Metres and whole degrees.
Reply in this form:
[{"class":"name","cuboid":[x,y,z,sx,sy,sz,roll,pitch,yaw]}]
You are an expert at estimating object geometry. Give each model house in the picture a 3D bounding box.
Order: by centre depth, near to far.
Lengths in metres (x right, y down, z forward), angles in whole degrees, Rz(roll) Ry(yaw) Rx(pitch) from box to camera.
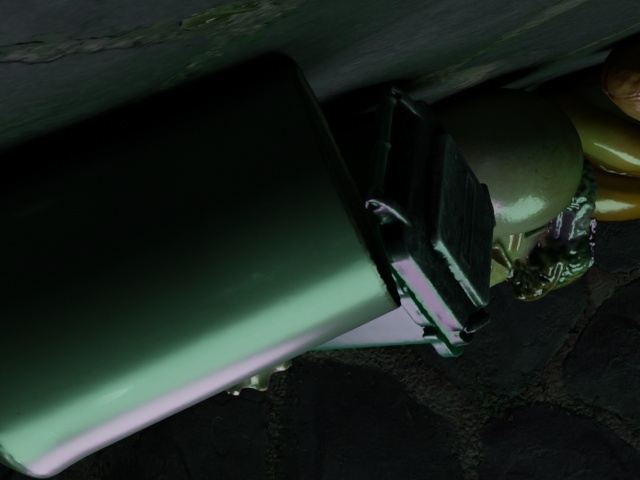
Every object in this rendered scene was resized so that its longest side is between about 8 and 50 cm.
[{"class":"model house","cuboid":[0.274,-0.022,2.353,0.266,0.321,0.261,-19,-141,-32]}]

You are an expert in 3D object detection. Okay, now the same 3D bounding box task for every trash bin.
[{"class":"trash bin","cuboid":[-0.169,0.033,1.314,0.432,0.280,0.280,-23,177,6]},{"class":"trash bin","cuboid":[0.000,0.000,1.763,0.381,0.259,0.295,-13,139,25]}]

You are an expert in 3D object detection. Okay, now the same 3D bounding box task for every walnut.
[{"class":"walnut","cuboid":[0.519,-0.252,2.149,0.180,0.144,0.144,-24,178,-6]}]

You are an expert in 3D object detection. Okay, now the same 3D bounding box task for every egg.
[{"class":"egg","cuboid":[0.240,-0.112,2.107,0.295,0.218,0.218,-8,-178,19]}]

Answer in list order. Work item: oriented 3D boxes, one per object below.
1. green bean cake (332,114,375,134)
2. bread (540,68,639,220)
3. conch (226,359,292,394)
[{"class":"green bean cake","cuboid":[0.055,-0.113,1.969,0.173,0.094,0.181,-23,176,43]},{"class":"bread","cuboid":[0.529,-0.216,2.526,0.424,0.329,0.245,-18,136,-32]},{"class":"conch","cuboid":[-0.134,0.019,1.540,0.324,0.263,0.186,18,177,10]}]
